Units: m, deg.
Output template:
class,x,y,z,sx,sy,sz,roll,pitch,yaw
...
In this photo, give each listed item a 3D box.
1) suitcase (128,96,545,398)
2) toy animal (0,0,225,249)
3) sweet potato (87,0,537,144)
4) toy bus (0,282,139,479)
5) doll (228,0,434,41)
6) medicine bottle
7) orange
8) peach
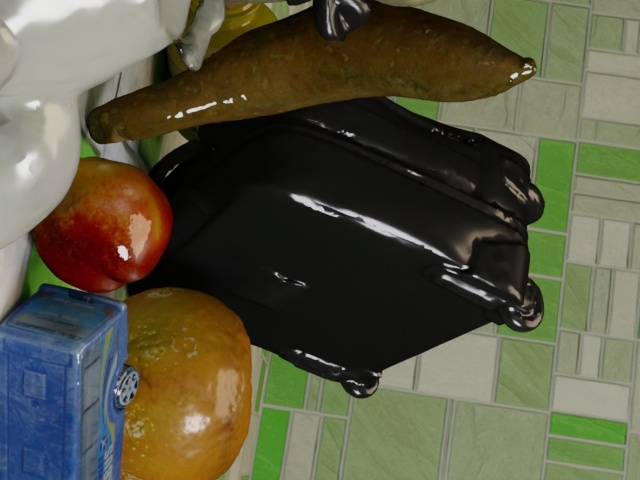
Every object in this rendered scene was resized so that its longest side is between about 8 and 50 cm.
class,x,y,z,sx,sy,sz,roll,pitch,yaw
suitcase,0.000,0.000,0.988,0.345,0.339,0.188,-33,-139,55
toy animal,-0.116,-0.153,0.401,0.208,0.154,0.325,65,37,-74
sweet potato,-0.013,-0.132,0.774,0.108,0.346,0.079,-69,148,-57
toy bus,-0.187,0.152,0.729,0.094,0.079,0.237,-40,141,-62
doll,0.006,-0.260,0.684,0.247,0.349,0.247,6,83,-54
medicine bottle,-0.095,-0.199,1.020,0.212,0.121,0.122,94,5,-51
orange,-0.133,0.130,0.889,0.177,0.155,0.178,-165,-90,-87
peach,-0.152,-0.012,0.693,0.101,0.100,0.101,8,90,-88
